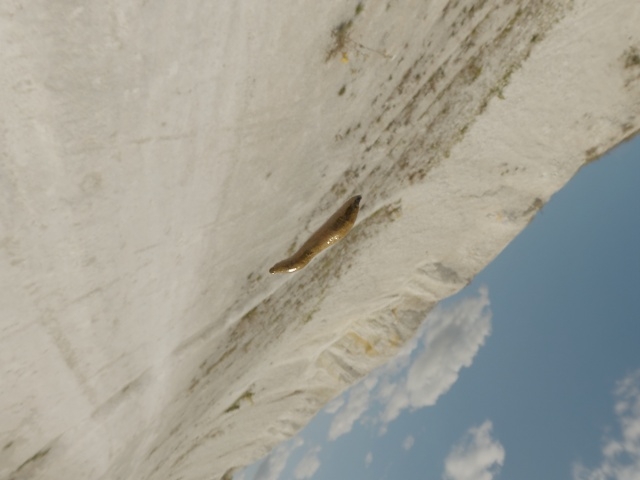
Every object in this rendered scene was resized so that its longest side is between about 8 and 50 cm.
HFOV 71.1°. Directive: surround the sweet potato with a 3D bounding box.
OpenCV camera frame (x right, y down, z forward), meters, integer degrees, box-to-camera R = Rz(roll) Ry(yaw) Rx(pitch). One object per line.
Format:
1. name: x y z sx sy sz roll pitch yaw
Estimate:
1. sweet potato: 0.000 0.000 0.429 0.115 0.026 0.026 -42 176 1
